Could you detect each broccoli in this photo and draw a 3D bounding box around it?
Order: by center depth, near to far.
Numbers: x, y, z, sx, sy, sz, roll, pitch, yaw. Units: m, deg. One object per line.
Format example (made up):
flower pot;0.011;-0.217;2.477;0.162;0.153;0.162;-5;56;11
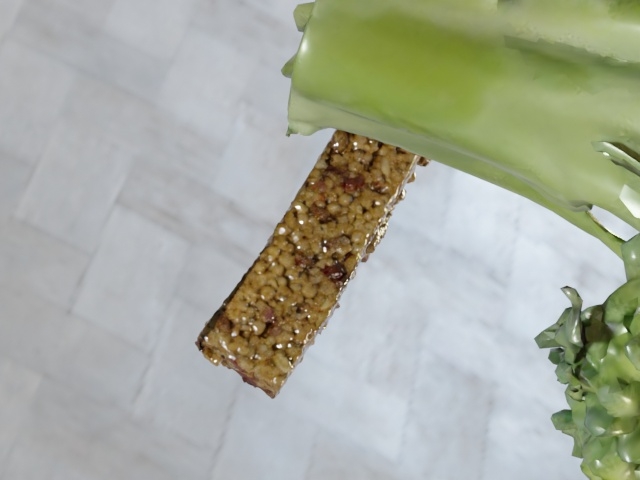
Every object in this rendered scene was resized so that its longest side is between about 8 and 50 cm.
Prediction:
broccoli;0.165;-0.070;0.665;0.302;0.249;0.375;26;61;-20

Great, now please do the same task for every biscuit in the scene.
biscuit;0.000;0.000;1.186;0.064;0.034;0.199;32;78;3
